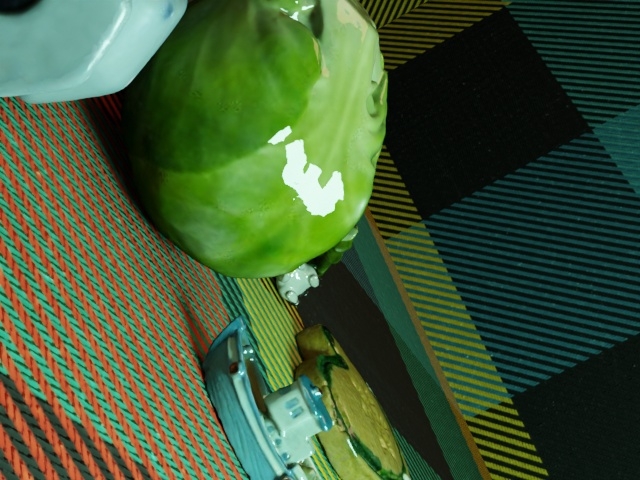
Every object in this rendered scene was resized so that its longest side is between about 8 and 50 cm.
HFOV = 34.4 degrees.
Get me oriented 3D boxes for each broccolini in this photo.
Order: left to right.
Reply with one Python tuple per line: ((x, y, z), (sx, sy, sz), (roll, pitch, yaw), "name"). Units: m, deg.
((-0.003, 0.005, 1.598), (0.392, 0.074, 0.078), (122, -22, -76), "broccolini")

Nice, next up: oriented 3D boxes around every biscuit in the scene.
((0.049, 0.252, 1.514), (0.287, 0.057, 0.344), (66, 9, 27), "biscuit")

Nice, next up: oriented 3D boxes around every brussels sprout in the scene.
((-0.068, -0.144, 1.150), (0.281, 0.354, 0.289), (25, 17, -25), "brussels sprout")

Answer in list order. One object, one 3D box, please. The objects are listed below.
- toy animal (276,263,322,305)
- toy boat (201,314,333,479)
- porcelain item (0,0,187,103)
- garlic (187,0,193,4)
((-0.054, 0.029, 1.575), (0.124, 0.071, 0.085), (57, 10, -31), "toy animal")
((-0.041, 0.176, 1.061), (0.215, 0.102, 0.088), (62, 6, 6), "toy boat")
((-0.245, -0.251, 0.963), (0.242, 0.179, 0.405), (58, 5, -15), "porcelain item")
((-0.157, -0.282, 1.406), (0.241, 0.322, 0.322), (12, 37, -28), "garlic")
